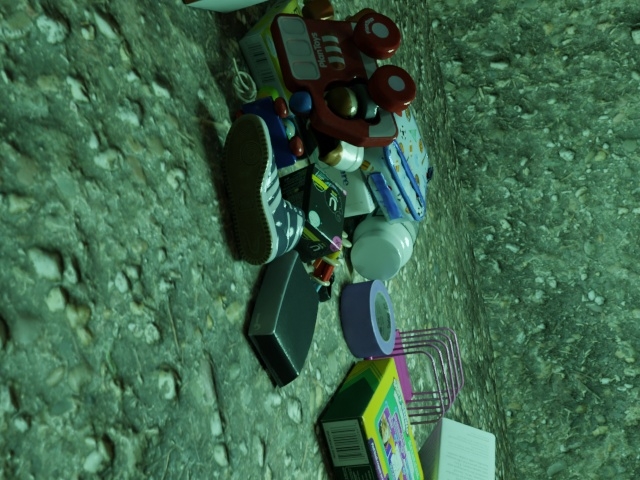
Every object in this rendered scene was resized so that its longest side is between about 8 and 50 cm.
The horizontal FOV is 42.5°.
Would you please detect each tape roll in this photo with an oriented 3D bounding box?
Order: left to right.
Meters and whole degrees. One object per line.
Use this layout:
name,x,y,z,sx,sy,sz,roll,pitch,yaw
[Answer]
tape roll,0.120,0.196,2.057,0.189,0.080,0.189,-12,90,-69

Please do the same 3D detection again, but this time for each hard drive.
hard drive,-0.065,0.146,1.638,0.255,0.054,0.172,-74,147,-49

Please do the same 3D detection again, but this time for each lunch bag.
lunch bag,0.184,-0.188,2.018,0.303,0.114,0.243,57,34,-44

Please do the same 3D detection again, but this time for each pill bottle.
pill bottle,0.173,-0.014,2.181,0.278,0.162,0.162,-61,136,-59

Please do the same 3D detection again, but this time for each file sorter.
file sorter,0.262,0.357,2.198,0.290,0.182,0.202,-21,100,-69

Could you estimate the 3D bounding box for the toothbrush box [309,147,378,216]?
toothbrush box,0.084,-0.197,2.088,0.295,0.126,0.216,-46,124,-66

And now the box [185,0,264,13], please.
box,-0.089,-0.577,1.522,0.168,0.345,0.215,-27,104,-68

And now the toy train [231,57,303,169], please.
toy train,-0.115,-0.279,1.669,0.143,0.105,0.248,-84,156,-60

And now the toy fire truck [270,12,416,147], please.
toy fire truck,0.038,-0.328,1.694,0.253,0.169,0.302,-4,69,-24

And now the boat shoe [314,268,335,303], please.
boat shoe,0.013,0.089,1.886,0.142,0.040,0.049,-78,149,-45

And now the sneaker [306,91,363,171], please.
sneaker,0.026,-0.303,1.826,0.123,0.106,0.290,7,71,-46

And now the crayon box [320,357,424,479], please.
crayon box,0.132,0.500,1.904,0.313,0.106,0.363,-43,121,-67

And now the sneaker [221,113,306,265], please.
sneaker,-0.105,-0.100,1.590,0.153,0.099,0.282,-12,98,-64

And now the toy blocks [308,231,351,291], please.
toy blocks,0.007,0.049,1.823,0.054,0.148,0.123,26,13,-12

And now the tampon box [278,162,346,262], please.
tampon box,-0.023,-0.058,1.747,0.120,0.101,0.161,40,42,-38

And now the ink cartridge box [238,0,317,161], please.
ink cartridge box,-0.048,-0.386,1.879,0.304,0.072,0.307,65,35,-29

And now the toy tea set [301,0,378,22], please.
toy tea set,0.040,-0.557,1.915,0.124,0.200,0.336,-31,100,-24

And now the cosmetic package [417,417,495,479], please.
cosmetic package,0.320,0.706,2.072,0.453,0.161,0.230,-74,-175,-48

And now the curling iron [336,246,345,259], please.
curling iron,0.000,0.000,1.903,0.274,0.035,0.068,20,62,-66
